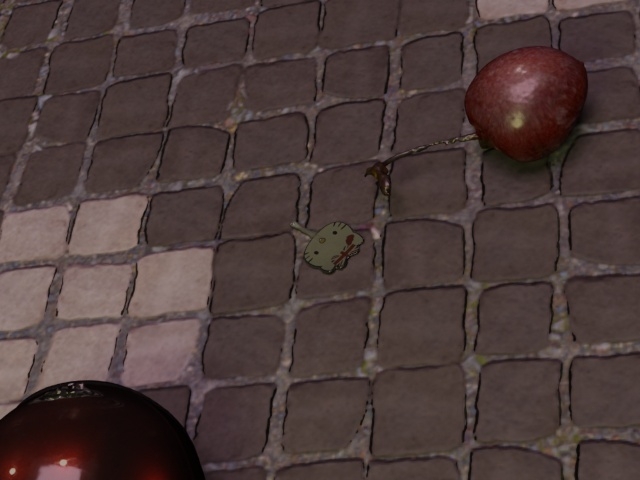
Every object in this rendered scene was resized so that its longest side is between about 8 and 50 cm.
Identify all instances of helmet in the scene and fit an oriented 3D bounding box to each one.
[{"bbox_3d":[-0.186,0.218,1.087,0.189,0.193,0.216,-9,83,3],"label":"helmet"}]

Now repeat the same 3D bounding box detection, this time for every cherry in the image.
[{"bbox_3d":[0.154,-0.099,1.282,0.225,0.090,0.107,-38,64,1],"label":"cherry"}]

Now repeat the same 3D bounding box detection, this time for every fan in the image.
[{"bbox_3d":[0.000,0.000,1.308,0.083,0.004,0.056,29,67,36],"label":"fan"}]
